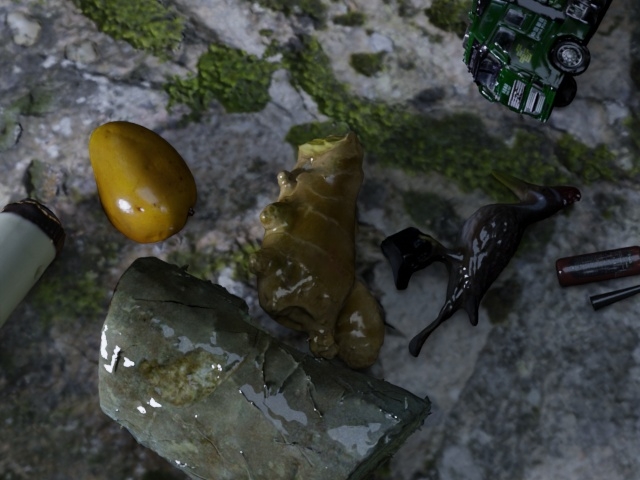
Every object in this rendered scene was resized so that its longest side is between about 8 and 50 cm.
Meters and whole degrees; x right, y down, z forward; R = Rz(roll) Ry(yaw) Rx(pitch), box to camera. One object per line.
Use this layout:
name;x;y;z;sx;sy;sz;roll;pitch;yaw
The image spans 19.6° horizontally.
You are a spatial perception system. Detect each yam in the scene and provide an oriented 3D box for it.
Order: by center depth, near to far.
yam;-0.053;0.128;1.429;0.254;0.154;0.154;25;70;11

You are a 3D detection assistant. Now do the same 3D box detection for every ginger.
ginger;-0.011;0.005;1.511;0.115;0.081;0.205;-3;67;-13

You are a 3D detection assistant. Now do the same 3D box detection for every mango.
mango;-0.151;-0.051;1.547;0.080;0.060;0.114;-37;68;-16

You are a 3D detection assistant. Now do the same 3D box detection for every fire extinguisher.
fire extinguisher;0.247;0.030;1.528;0.100;0.032;0.046;-9;57;3

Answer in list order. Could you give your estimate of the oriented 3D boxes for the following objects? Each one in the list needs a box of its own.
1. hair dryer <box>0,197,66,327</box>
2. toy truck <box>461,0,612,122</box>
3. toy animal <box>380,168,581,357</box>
hair dryer;-0.312;0.094;1.470;0.203;0.128;0.362;28;63;12
toy truck;0.210;-0.234;1.606;0.121;0.088;0.259;26;69;9
toy animal;0.132;0.005;1.532;0.202;0.070;0.105;-32;81;-19
